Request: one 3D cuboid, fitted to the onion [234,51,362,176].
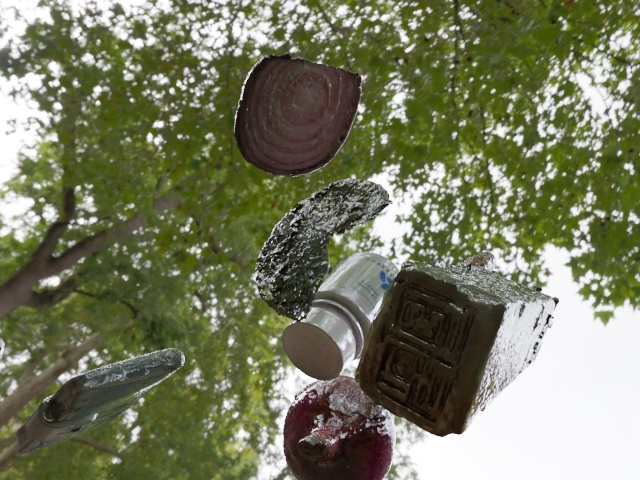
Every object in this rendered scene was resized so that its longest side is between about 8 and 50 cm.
[{"bbox_3d":[-0.064,-0.263,1.152,0.111,0.250,0.247,53,-49,49],"label":"onion"}]

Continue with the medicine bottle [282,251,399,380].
[{"bbox_3d":[0.053,0.153,1.158,0.170,0.293,0.170,15,-58,25],"label":"medicine bottle"}]

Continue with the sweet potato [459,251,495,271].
[{"bbox_3d":[0.302,0.067,1.121,0.060,0.206,0.068,55,-50,15],"label":"sweet potato"}]

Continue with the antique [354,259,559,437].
[{"bbox_3d":[0.175,0.097,0.637,0.125,0.284,0.150,25,-72,33],"label":"antique"}]

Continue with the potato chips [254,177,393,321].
[{"bbox_3d":[-0.003,-0.002,0.737,0.220,0.202,0.029,-40,-56,10],"label":"potato chips"}]

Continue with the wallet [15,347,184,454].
[{"bbox_3d":[-0.459,0.332,1.137,0.360,0.252,0.083,-40,-108,35],"label":"wallet"}]

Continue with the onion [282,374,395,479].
[{"bbox_3d":[0.033,0.554,1.553,0.348,0.347,0.385,25,-2,22],"label":"onion"}]

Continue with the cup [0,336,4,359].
[{"bbox_3d":[-0.817,0.210,1.249,0.177,0.169,0.223,34,-69,23],"label":"cup"}]
